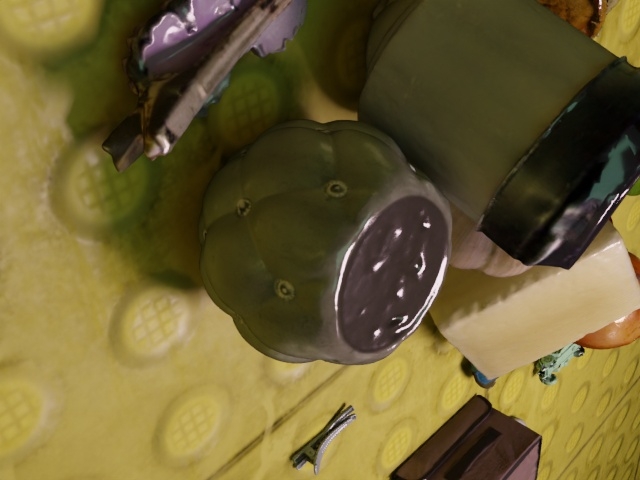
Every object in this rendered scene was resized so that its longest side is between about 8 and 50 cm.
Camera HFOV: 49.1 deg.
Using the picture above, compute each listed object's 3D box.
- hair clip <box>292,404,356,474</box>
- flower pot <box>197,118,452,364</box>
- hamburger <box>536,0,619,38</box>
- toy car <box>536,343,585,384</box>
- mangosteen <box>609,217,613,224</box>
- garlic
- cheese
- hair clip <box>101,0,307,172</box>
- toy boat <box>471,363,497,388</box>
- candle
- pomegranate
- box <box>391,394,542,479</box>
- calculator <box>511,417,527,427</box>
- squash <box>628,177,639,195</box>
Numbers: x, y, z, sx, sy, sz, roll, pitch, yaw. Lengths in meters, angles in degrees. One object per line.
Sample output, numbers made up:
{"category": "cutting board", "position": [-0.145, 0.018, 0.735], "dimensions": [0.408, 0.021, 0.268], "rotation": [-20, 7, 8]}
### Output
{"category": "hair clip", "position": [0.014, 0.279, 0.973], "dimensions": [0.115, 0.039, 0.030], "rotation": [-41, 141, -29]}
{"category": "flower pot", "position": [0.000, 0.000, 0.679], "dimensions": [0.246, 0.195, 0.246], "rotation": [-25, 127, -39]}
{"category": "hamburger", "position": [0.293, -0.320, 0.858], "dimensions": [0.185, 0.177, 0.113], "rotation": [45, 66, -22]}
{"category": "toy car", "position": [0.510, 0.241, 1.491], "dimensions": [0.143, 0.054, 0.073], "rotation": [-35, 132, -25]}
{"category": "mangosteen", "position": [0.401, -0.033, 1.150], "dimensions": [0.146, 0.156, 0.181], "rotation": [-26, 118, -7]}
{"category": "garlic", "position": [0.210, -0.058, 0.885], "dimensions": [0.228, 0.228, 0.152], "rotation": [-45, 161, -22]}
{"category": "cheese", "position": [0.310, 0.073, 1.025], "dimensions": [0.265, 0.124, 0.242], "rotation": [-30, 144, 14]}
{"category": "hair clip", "position": [-0.079, -0.174, 0.595], "dimensions": [0.292, 0.085, 0.106], "rotation": [-51, 135, -23]}
{"category": "toy boat", "position": [0.319, 0.176, 1.225], "dimensions": [0.077, 0.075, 0.185], "rotation": [20, 97, -43]}
{"category": "candle", "position": [0.170, -0.142, 0.721], "dimensions": [0.221, 0.342, 0.221], "rotation": [-45, 164, -17]}
{"category": "pomegranate", "position": [0.527, 0.107, 1.325], "dimensions": [0.209, 0.209, 0.209], "rotation": [-25, 127, -38]}
{"category": "box", "position": [0.264, 0.440, 1.249], "dimensions": [0.252, 0.153, 0.188], "rotation": [-30, 131, -36]}
{"category": "calculator", "position": [0.381, 0.518, 1.508], "dimensions": [0.188, 0.042, 0.302], "rotation": [-15, 120, -44]}
{"category": "squash", "position": [0.615, -0.191, 1.348], "dimensions": [0.082, 0.082, 0.292], "rotation": [-47, 138, -20]}
